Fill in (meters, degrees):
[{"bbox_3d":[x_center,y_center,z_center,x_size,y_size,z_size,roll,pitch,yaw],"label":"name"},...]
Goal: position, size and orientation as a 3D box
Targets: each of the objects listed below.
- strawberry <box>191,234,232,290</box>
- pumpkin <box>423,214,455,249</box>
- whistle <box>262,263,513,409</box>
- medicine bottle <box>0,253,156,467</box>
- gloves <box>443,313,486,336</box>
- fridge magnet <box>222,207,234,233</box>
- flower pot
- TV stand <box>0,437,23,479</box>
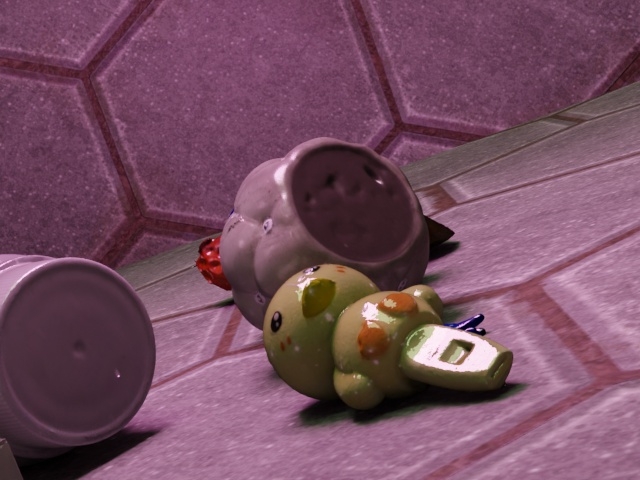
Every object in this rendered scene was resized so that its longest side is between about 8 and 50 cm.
[{"bbox_3d":[-0.046,0.000,2.045,0.280,0.150,0.253,-27,-11,-34],"label":"strawberry"},{"bbox_3d":[0.109,0.003,1.857,0.130,0.149,0.254,-60,5,2],"label":"pumpkin"},{"bbox_3d":[0.044,0.084,1.124,0.141,0.141,0.294,-24,8,-32],"label":"whistle"},{"bbox_3d":[-0.353,0.137,1.384,0.245,0.245,0.306,-26,10,-41],"label":"medicine bottle"},{"bbox_3d":[0.129,0.095,1.240,0.086,0.026,0.064,-15,6,37],"label":"gloves"},{"bbox_3d":[0.000,0.000,1.614,0.265,0.265,0.112,-20,48,0],"label":"fridge magnet"},{"bbox_3d":[0.003,0.010,1.403,0.246,0.246,0.195,-25,-20,-35],"label":"flower pot"},{"bbox_3d":[-0.404,0.275,1.102,0.269,0.088,0.083,-24,8,-35],"label":"TV stand"}]
